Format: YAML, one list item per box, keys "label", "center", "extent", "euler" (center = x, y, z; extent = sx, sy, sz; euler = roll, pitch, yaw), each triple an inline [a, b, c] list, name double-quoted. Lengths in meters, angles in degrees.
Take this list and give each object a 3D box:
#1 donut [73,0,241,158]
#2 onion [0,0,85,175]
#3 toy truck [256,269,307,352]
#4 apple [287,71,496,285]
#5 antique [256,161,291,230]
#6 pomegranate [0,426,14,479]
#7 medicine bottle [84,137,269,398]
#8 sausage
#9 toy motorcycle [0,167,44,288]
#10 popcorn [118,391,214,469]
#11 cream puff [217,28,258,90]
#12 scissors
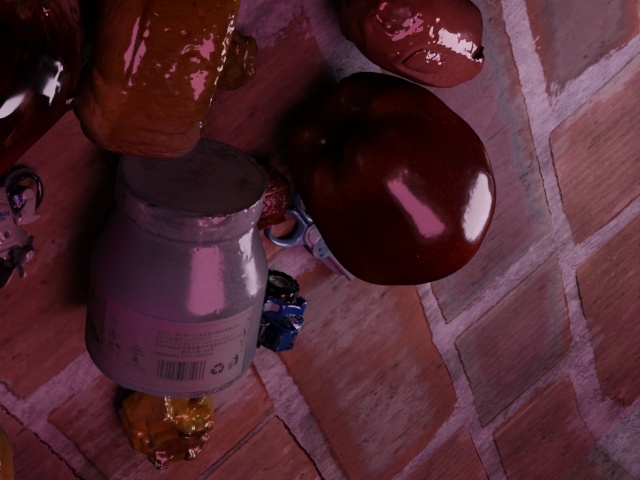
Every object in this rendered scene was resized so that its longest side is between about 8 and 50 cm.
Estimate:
- label: "donut"
  center: [-0.182, -0.226, 1.369]
  extent: [0.150, 0.317, 0.299]
  euler: [15, 133, -12]
- label: "onion"
  center: [-0.426, -0.189, 1.185]
  extent: [0.385, 0.348, 0.348]
  euler: [-22, 152, 24]
- label: "toy truck"
  center: [-0.115, 0.129, 1.917]
  extent: [0.208, 0.126, 0.113]
  euler: [-6, 127, -42]
- label: "apple"
  center: [0.108, -0.089, 1.817]
  extent: [0.288, 0.288, 0.317]
  euler: [-47, 132, -2]
- label: "antique"
  center: [-0.091, -0.066, 1.786]
  extent: [0.104, 0.104, 0.104]
  euler: [-28, 140, -26]
- label: "pomegranate"
  center: [-0.493, 0.310, 1.635]
  extent: [0.191, 0.191, 0.191]
  euler: [-28, 140, -26]
- label: "medicine bottle"
  center: [-0.186, 0.028, 1.654]
  extent: [0.245, 0.245, 0.290]
  euler: [-16, 132, -37]
- label: "sausage"
  center: [0.135, -0.304, 1.751]
  extent: [0.280, 0.152, 0.152]
  euler: [11, 115, -53]
- label: "toy motorcycle"
  center: [-0.430, -0.010, 1.491]
  extent: [0.221, 0.102, 0.150]
  euler: [-8, 108, -46]
- label: "popcorn"
  center: [-0.237, 0.278, 1.929]
  extent: [0.148, 0.152, 0.167]
  euler: [-24, 132, -1]
- label: "cream puff"
  center: [-0.116, -0.236, 1.632]
  extent: [0.083, 0.058, 0.083]
  euler: [-53, 142, 9]
- label: "scissors"
  center: [0.000, 0.000, 1.998]
  extent: [0.125, 0.030, 0.256]
  euler: [-45, 141, -5]
